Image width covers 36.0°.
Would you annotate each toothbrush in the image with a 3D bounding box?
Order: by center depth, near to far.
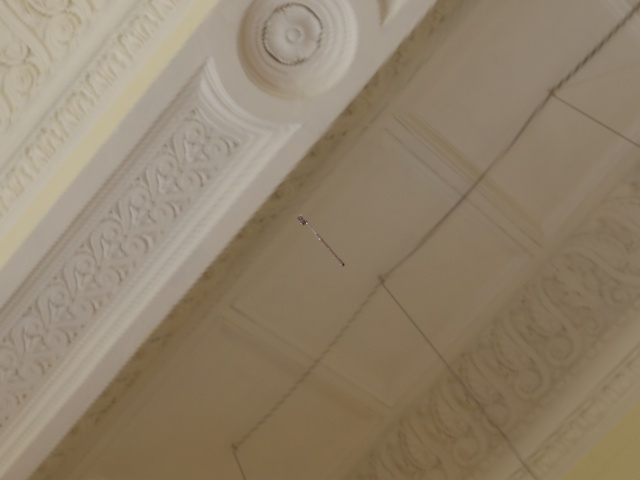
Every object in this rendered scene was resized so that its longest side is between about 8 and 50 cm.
[{"bbox_3d":[0.000,0.000,1.204,0.008,0.097,0.006,-37,-33,-9],"label":"toothbrush"}]
